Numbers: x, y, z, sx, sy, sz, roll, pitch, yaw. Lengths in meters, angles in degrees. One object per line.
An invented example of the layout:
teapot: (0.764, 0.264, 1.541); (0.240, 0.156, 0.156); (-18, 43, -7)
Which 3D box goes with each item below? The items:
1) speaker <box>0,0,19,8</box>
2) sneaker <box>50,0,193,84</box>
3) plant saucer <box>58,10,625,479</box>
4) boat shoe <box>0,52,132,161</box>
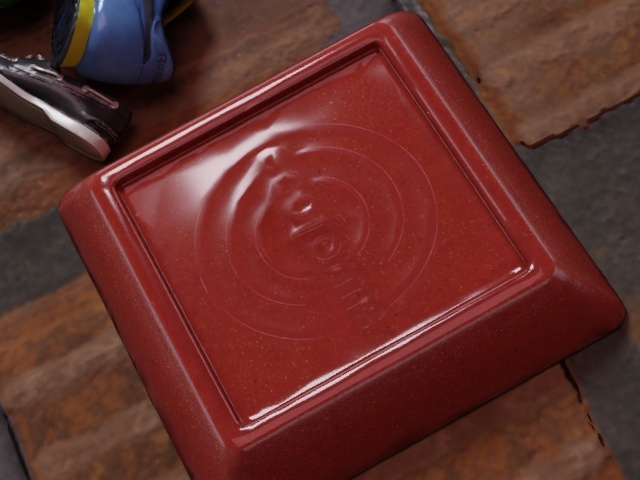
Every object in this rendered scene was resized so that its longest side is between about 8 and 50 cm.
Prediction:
speaker: (-0.332, -0.201, 1.082); (0.297, 0.131, 0.131); (-5, 62, 10)
sneaker: (-0.126, -0.182, 1.073); (0.082, 0.069, 0.209); (12, 50, -19)
plant saucer: (0.000, 0.000, 0.950); (0.259, 0.047, 0.258); (-28, 61, -4)
boat shoe: (-0.175, -0.095, 1.038); (0.125, 0.046, 0.038); (30, 72, 21)
